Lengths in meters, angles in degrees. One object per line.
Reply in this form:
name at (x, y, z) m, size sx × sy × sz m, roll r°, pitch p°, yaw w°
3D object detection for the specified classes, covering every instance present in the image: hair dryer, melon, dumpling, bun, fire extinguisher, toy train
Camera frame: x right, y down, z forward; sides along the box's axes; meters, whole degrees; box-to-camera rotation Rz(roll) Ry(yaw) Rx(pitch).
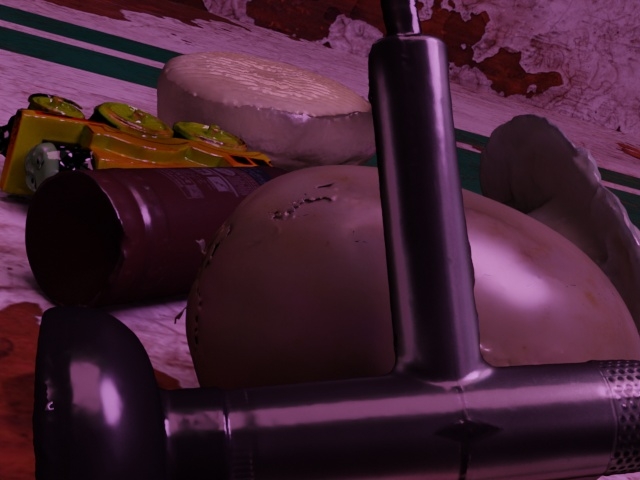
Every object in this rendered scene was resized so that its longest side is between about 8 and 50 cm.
hair dryer at (-0.007, 0.027, 0.578) m, size 0.321 × 0.155 × 0.284 m, roll -12°, pitch 64°, yaw -14°
melon at (0.060, 0.069, 0.715) m, size 0.317 × 0.223 × 0.223 m, roll 19°, pitch 18°, yaw -8°
dumpling at (0.221, 0.046, 1.013) m, size 0.321 × 0.211 × 0.270 m, roll 20°, pitch -24°, yaw 44°
bun at (-0.074, -0.142, 1.326) m, size 0.287 × 0.146 × 0.287 m, roll 14°, pitch 19°, yaw -5°
fire extinguisher at (-0.092, -0.010, 0.956) m, size 0.136 × 0.114 × 0.337 m, roll 12°, pitch 11°, yaw 34°
toy train at (-0.184, -0.074, 1.081) m, size 0.296 × 0.100 × 0.160 m, roll 5°, pitch 24°, yaw -37°
